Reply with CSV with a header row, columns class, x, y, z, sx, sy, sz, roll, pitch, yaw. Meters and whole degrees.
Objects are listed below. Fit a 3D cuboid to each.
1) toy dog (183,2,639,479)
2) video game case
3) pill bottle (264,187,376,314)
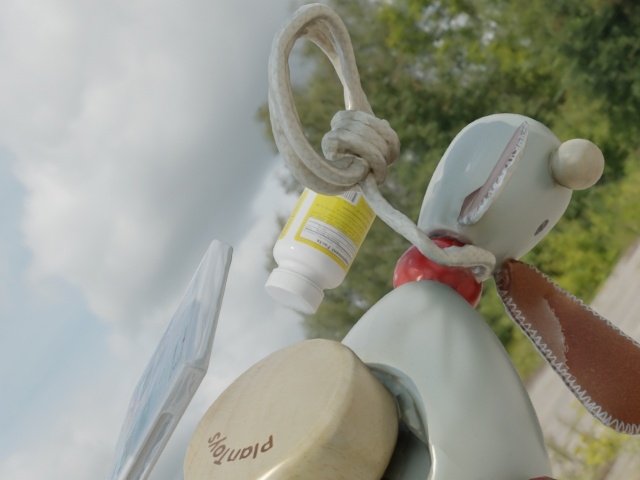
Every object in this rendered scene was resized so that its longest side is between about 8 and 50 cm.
class,x,y,z,sx,sy,sz,roll,pitch,yaw
toy dog,0.079,0.043,0.535,0.161,0.220,0.334,-15,52,35
video game case,-0.099,0.092,0.788,0.143,0.019,0.157,-60,11,24
pill bottle,0.000,0.000,1.025,0.116,0.065,0.065,-62,-8,-19
